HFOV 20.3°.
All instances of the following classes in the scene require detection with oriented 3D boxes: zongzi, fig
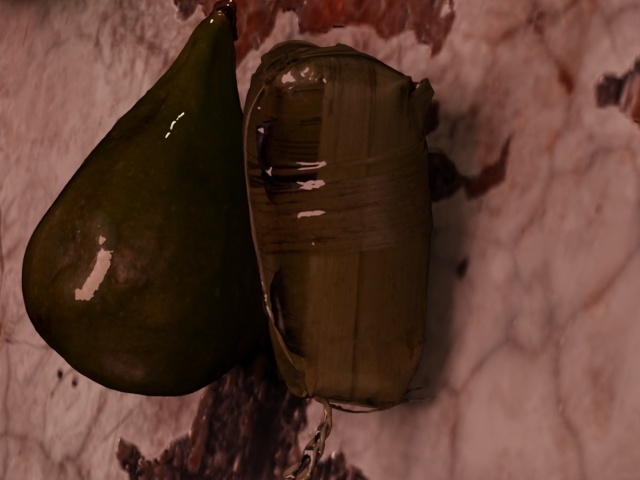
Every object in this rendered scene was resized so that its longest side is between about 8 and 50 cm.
[{"bbox_3d":[0.000,0.000,0.845,0.178,0.081,0.189,-143,50,-74],"label":"zongzi"},{"bbox_3d":[-0.061,-0.011,0.872,0.126,0.133,0.185,41,92,4],"label":"fig"}]
